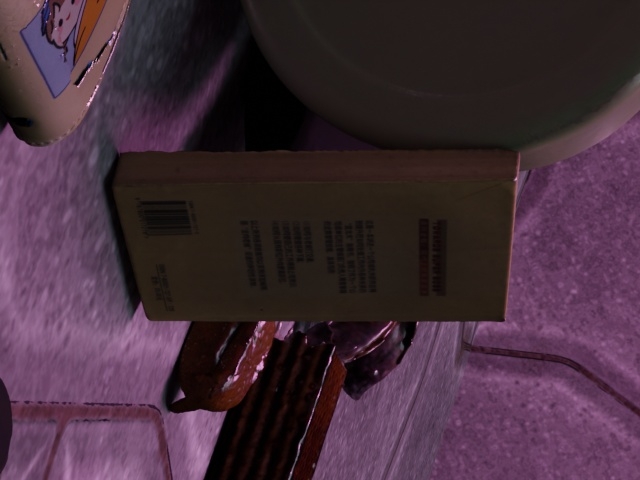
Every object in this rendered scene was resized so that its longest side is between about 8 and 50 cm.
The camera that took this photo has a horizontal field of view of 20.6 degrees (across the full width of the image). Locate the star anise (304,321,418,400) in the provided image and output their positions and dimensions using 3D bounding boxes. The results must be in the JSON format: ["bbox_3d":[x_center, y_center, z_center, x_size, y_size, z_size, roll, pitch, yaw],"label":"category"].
[{"bbox_3d":[0.062,0.025,1.652,0.282,0.129,0.212,-57,156,-28],"label":"star anise"}]

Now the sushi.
[{"bbox_3d":[-0.065,0.076,1.280,0.055,0.052,0.120,79,30,-67],"label":"sushi"}]

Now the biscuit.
[{"bbox_3d":[-0.047,0.191,1.482,0.106,0.070,0.252,64,43,-74],"label":"biscuit"}]

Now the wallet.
[{"bbox_3d":[-0.121,-0.120,0.785,0.155,0.039,0.110,79,31,-68],"label":"wallet"}]

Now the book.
[{"bbox_3d":[0.000,0.000,1.057,0.161,0.231,0.026,86,5,-57],"label":"book"}]

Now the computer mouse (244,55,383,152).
[{"bbox_3d":[0.002,-0.075,1.230,0.147,0.088,0.264,43,42,-37],"label":"computer mouse"}]

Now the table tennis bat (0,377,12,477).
[{"bbox_3d":[-0.182,0.131,0.914,0.158,0.014,0.095,89,20,-50],"label":"table tennis bat"}]

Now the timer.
[{"bbox_3d":[0.122,-0.157,1.172,0.315,0.291,0.290,42,65,-71],"label":"timer"}]
